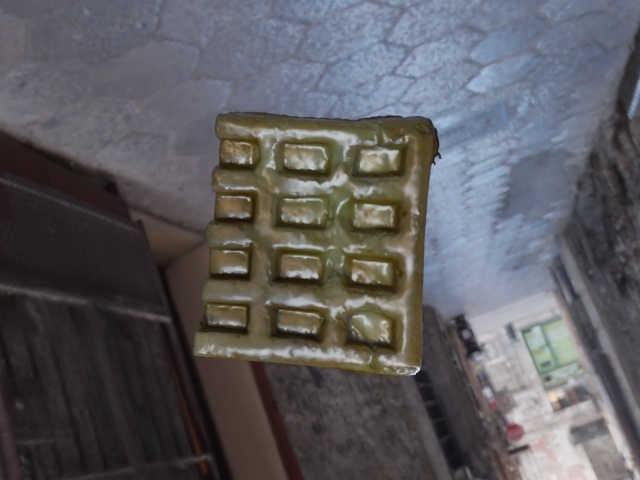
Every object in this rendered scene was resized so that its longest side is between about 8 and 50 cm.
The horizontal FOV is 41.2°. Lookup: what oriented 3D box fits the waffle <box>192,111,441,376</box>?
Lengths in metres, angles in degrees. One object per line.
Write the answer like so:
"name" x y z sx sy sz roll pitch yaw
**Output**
"waffle" 0.000 0.000 1.112 0.304 0.348 0.077 4 180 4
